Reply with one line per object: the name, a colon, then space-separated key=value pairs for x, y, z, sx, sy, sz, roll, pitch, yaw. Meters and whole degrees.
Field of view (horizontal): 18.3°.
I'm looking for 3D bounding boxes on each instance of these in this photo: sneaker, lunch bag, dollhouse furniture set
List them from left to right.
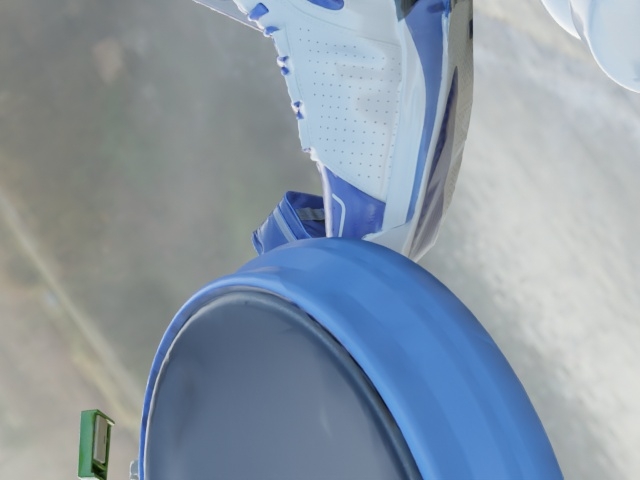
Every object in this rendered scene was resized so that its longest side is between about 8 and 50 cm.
dollhouse furniture set: x=-0.123 y=0.170 z=1.639 sx=0.076 sy=0.152 sz=0.058 roll=48 pitch=-140 yaw=-60
sneaker: x=0.000 y=-0.142 z=1.231 sx=0.127 sy=0.182 sz=0.315 roll=-30 pitch=-54 yaw=-72
lunch bag: x=0.000 y=0.000 z=1.690 sx=0.098 sy=0.065 sz=0.067 roll=9 pitch=-137 yaw=-43

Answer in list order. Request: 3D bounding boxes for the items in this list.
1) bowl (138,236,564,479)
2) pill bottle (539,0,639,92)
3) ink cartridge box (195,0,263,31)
bowl: x=0.007 y=0.194 z=1.166 sx=0.391 sy=0.077 sz=0.391 roll=24 pitch=119 yaw=54
pill bottle: x=0.288 y=-0.323 z=1.912 sx=0.392 sy=0.224 sz=0.224 roll=-109 pitch=-6 yaw=-50
ink cartridge box: x=-0.078 y=-0.317 z=1.879 sx=0.296 sy=0.261 sz=0.066 roll=24 pitch=156 yaw=-7
